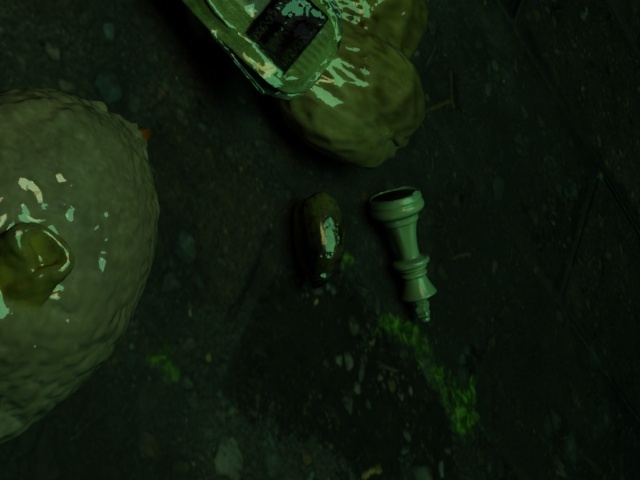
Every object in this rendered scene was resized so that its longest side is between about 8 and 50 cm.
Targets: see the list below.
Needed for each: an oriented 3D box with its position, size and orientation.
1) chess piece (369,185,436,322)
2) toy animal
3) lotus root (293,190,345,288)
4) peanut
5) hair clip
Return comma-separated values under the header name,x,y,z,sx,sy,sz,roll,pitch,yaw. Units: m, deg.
name,x,y,z,sx,sy,sz,roll,pitch,yaw
chess piece,0.096,0.019,1.633,0.059,0.059,0.149,-36,117,-51
toy animal,-0.220,0.008,1.082,0.226,0.188,0.358,95,18,-46
lotus root,0.000,0.000,1.505,0.049,0.054,0.099,4,76,-31
peanut,0.034,-0.193,1.551,0.197,0.110,0.233,25,62,-42
hair clip,-0.113,-0.269,1.387,0.321,0.091,0.138,52,52,-26
